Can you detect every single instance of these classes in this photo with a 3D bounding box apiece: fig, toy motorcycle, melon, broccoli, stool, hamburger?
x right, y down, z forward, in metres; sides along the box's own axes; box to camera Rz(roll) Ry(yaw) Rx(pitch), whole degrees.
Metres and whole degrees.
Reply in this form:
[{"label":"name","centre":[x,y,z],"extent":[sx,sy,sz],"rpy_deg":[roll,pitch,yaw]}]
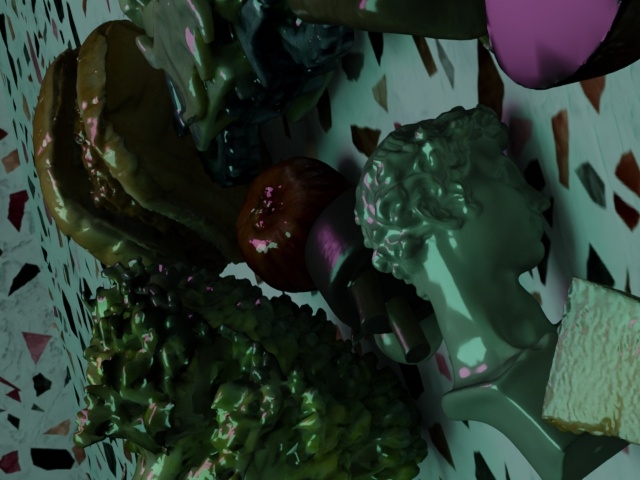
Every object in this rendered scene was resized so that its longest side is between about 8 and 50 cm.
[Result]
[{"label":"fig","centre":[-0.007,-0.002,1.667],"extent":[0.150,0.128,0.128],"rpy_deg":[47,165,-7]},{"label":"toy motorcycle","centre":[-0.073,-0.205,1.609],"extent":[0.237,0.169,0.410],"rpy_deg":[65,157,9]},{"label":"melon","centre":[0.212,0.090,1.102],"extent":[0.182,0.054,0.098],"rpy_deg":[18,91,51]},{"label":"broccoli","centre":[-0.070,0.143,1.671],"extent":[0.324,0.334,0.272],"rpy_deg":[-33,38,45]},{"label":"stool","centre":[0.063,0.038,1.459],"extent":[0.217,0.125,0.121],"rpy_deg":[79,164,-49]},{"label":"hamburger","centre":[-0.166,-0.076,1.839],"extent":[0.144,0.283,0.259],"rpy_deg":[-32,44,30]}]

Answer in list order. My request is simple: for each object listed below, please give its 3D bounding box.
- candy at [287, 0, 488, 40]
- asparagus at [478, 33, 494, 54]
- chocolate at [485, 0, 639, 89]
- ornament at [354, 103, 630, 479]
[{"label":"candy","centre":[0.047,-0.201,1.298],"extent":[0.234,0.102,0.104],"rpy_deg":[-151,62,-70]},{"label":"asparagus","centre":[0.117,-0.145,1.295],"extent":[0.014,0.015,0.114],"rpy_deg":[-60,39,19]},{"label":"chocolate","centre":[0.160,-0.161,1.039],"extent":[0.125,0.080,0.148],"rpy_deg":[22,120,55]},{"label":"ornament","centre":[0.116,0.043,1.269],"extent":[0.120,0.130,0.285],"rpy_deg":[100,150,-66]}]
